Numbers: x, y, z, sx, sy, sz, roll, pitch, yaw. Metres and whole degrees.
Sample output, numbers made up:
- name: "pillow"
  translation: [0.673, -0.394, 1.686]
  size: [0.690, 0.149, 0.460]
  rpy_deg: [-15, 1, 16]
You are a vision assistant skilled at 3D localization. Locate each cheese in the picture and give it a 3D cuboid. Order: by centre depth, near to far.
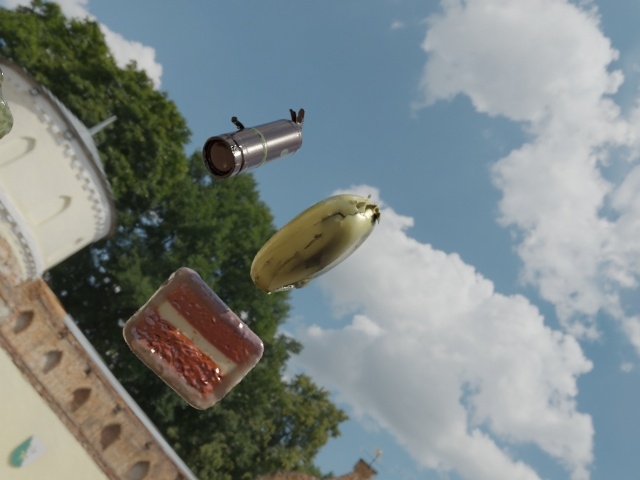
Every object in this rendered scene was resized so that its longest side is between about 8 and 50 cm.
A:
- name: "cheese"
  translation: [0.000, 0.000, 1.408]
  size: [0.316, 0.259, 0.128]
  rpy_deg: [-36, -99, 34]

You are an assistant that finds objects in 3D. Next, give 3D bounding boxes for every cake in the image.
- name: "cake"
  translation: [-0.316, 0.243, 1.558]
  size: [0.309, 0.237, 0.230]
  rpy_deg: [45, -15, -4]

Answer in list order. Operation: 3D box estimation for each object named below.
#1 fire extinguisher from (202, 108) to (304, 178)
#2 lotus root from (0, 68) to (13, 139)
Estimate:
- name: "fire extinguisher"
  translation: [-0.137, -0.244, 1.505]
  size: [0.105, 0.341, 0.141]
  rpy_deg: [21, -61, 24]
- name: "lotus root"
  translation: [-0.692, -0.237, 1.104]
  size: [0.346, 0.250, 0.250]
  rpy_deg: [9, -50, 54]
